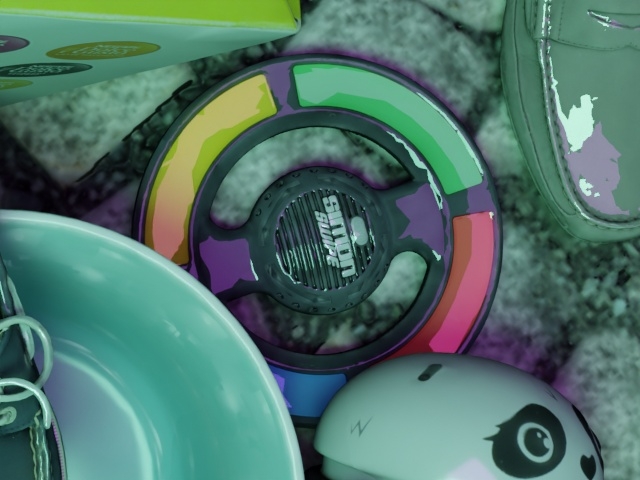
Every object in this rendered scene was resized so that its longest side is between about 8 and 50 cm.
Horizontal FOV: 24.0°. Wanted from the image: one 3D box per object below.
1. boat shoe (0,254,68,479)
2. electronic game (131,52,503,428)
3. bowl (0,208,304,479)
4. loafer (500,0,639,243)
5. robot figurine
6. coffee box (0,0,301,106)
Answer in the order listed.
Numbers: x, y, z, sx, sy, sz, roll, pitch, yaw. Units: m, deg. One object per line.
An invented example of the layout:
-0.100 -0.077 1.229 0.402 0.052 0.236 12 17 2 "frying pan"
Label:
-0.175 0.050 0.706 0.095 0.079 0.254 -11 91 -14 "boat shoe"
0.000 0.000 0.919 0.229 0.048 0.229 0 88 -10 "electronic game"
-0.172 0.141 0.826 0.312 0.163 0.311 0 89 -9 "bowl"
0.170 -0.158 0.920 0.112 0.111 0.319 -6 89 -10 "loafer"
0.065 0.202 0.842 0.174 0.209 0.278 11 90 -8 "robot figurine"
-0.245 -0.242 0.677 0.338 0.334 0.338 -3 90 -40 "coffee box"
